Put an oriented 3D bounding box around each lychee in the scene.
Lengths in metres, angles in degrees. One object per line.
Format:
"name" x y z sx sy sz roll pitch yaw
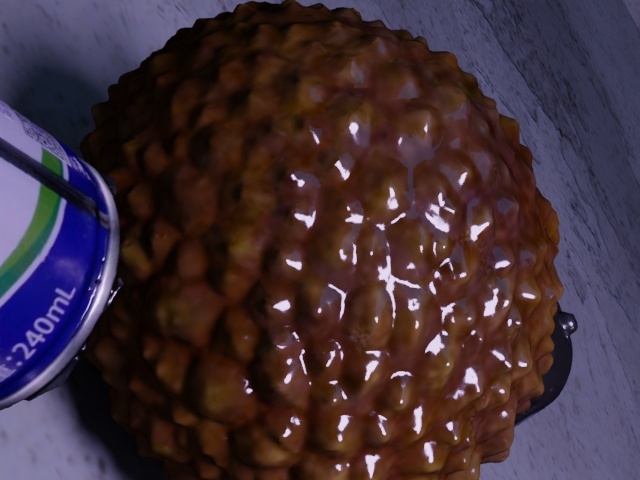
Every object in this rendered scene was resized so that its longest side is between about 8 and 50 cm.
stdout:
"lychee" 0.000 0.000 0.650 0.200 0.200 0.238 44 45 -40

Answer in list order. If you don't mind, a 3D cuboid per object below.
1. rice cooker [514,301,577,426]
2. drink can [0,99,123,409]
"rice cooker" 0.053 0.042 0.827 0.142 0.118 0.203 65 18 6
"drink can" -0.159 -0.032 0.446 0.235 0.097 0.097 37 31 -50
